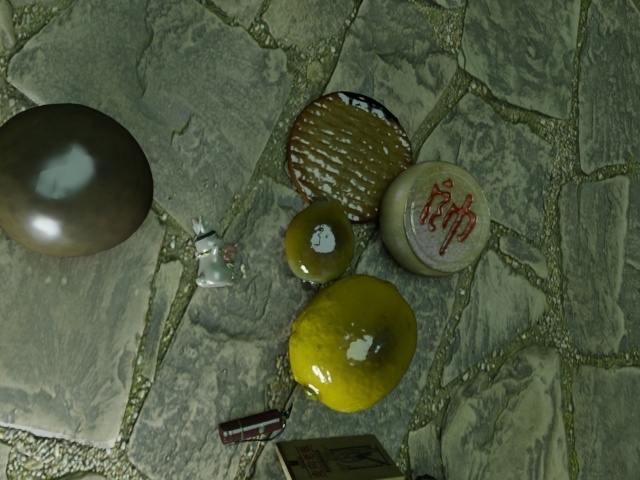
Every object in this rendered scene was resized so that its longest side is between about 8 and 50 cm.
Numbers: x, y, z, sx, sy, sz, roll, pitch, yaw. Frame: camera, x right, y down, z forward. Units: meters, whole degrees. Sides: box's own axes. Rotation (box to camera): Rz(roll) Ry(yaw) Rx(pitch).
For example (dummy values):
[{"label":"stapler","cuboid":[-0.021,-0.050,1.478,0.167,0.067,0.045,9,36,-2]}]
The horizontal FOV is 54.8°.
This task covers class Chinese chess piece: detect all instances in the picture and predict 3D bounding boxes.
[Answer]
[{"label":"Chinese chess piece","cuboid":[0.263,-0.049,1.425,0.269,0.112,0.270,1,88,-28]}]

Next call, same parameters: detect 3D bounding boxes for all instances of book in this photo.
[{"label":"book","cuboid":[0.037,0.458,1.269,0.230,0.161,0.027,1,104,-19]}]

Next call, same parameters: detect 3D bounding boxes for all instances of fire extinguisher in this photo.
[{"label":"fire extinguisher","cuboid":[-0.130,0.388,1.282,0.157,0.045,0.078,-10,113,-21]}]

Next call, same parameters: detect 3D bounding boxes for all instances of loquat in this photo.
[{"label":"loquat","cuboid":[0.000,0.000,1.331,0.151,0.152,0.195,10,89,-17]}]

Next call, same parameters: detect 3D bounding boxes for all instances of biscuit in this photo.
[{"label":"biscuit","cuboid":[0.073,-0.193,1.441,0.317,0.040,0.318,3,80,-19]}]

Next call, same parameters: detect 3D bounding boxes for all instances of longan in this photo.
[{"label":"longan","cuboid":[-0.449,-0.103,1.116,0.297,0.297,0.298,3,81,-19]}]

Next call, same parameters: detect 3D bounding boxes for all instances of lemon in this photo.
[{"label":"lemon","cuboid":[0.068,0.206,1.268,0.260,0.260,0.284,24,57,-14]}]

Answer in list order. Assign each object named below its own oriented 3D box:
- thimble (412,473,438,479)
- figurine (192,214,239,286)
[{"label":"thimble","cuboid":[0.256,0.634,1.260,0.149,0.271,0.271,22,75,-16]},{"label":"figurine","cuboid":[-0.224,0.024,1.299,0.098,0.081,0.146,15,66,-61]}]
